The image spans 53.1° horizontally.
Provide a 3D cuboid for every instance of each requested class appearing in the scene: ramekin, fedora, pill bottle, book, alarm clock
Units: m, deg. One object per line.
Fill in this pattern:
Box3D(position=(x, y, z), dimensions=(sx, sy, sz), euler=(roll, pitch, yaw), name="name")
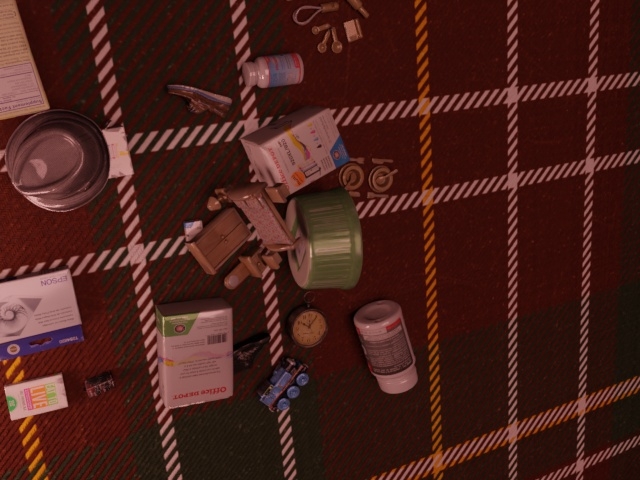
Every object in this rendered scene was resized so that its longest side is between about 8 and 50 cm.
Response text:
Box3D(position=(0.000, 0.000, 1.860), dimensions=(0.148, 0.303, 0.303), euler=(-6, 105, -17), name="ramekin")
Box3D(position=(-0.646, -0.183, 1.537), dimensions=(0.275, 0.124, 0.243), euler=(-29, 105, 7), name="fedora")
Box3D(position=(-0.134, -0.474, 1.791), dimensions=(0.160, 0.087, 0.087), euler=(-14, 108, -23), name="pill bottle")
Box3D(position=(-0.770, 0.421, 1.739), dimensions=(0.144, 0.035, 0.096), euler=(-11, 103, -22), name="book")
Box3D(position=(-0.042, 0.252, 2.027), dimensions=(0.129, 0.064, 0.192), euler=(0, 105, -25), name="alarm clock")
Box3D(position=(0.222, 0.355, 2.125), dimensions=(0.161, 0.161, 0.283), euler=(-25, 112, -18), name="pill bottle")

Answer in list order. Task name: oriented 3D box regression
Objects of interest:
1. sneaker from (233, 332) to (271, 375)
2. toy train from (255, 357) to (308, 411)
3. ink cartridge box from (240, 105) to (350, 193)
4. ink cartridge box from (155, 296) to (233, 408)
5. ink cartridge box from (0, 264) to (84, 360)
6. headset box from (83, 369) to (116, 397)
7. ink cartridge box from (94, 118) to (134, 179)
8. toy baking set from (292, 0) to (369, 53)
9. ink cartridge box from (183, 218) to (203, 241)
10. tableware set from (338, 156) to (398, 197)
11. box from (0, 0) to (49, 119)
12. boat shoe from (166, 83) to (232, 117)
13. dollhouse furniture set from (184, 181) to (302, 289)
Box3D(position=(-0.223, 0.355, 1.975), dimensions=(0.170, 0.051, 0.089), euler=(-22, 111, -14), name="sneaker")
Box3D(position=(-0.118, 0.455, 2.034), dimensions=(0.105, 0.080, 0.184), euler=(40, 84, -22), name="toy train")
Box3D(position=(-0.074, -0.257, 1.827), dimensions=(0.233, 0.168, 0.171), euler=(-31, 115, -15), name="ink cartridge box")
Box3D(position=(-0.365, 0.321, 1.857), dimensions=(0.201, 0.117, 0.278), euler=(-5, 104, -25), name="ink cartridge box")
Box3D(position=(-0.752, 0.196, 1.681), dimensions=(0.223, 0.045, 0.224), euler=(-14, 108, -22), name="ink cartridge box")
Box3D(position=(-0.619, 0.402, 1.786), dimensions=(0.083, 0.062, 0.032), euler=(-20, 110, -20), name="headset box")
Box3D(position=(-0.545, -0.237, 1.649), dimensions=(0.090, 0.092, 0.143), euler=(-15, 107, -21), name="ink cartridge box")
Box3D(position=(0.025, -0.662, 1.853), dimensions=(0.197, 0.030, 0.256), euler=(-49, 117, -7), name="toy baking set")
Box3D(position=(-0.360, -0.016, 1.827), dimensions=(0.048, 0.028, 0.083), euler=(-10, 106, -23), name="ink cartridge box")
Box3D(position=(0.150, -0.195, 2.023), dimensions=(0.194, 0.039, 0.128), euler=(0, 102, -26), name="tableware set")
Box3D(position=(-0.715, -0.409, 1.455), dimensions=(0.117, 0.213, 0.243), euler=(-18, 109, -21), name="box")
Box3D(position=(-0.329, -0.376, 1.733), dimensions=(0.183, 0.066, 0.066), euler=(10, 100, -27), name="boat shoe")
Box3D(position=(-0.182, 0.016, 1.717), dimensions=(0.174, 0.355, 0.303), euler=(-47, 120, -28), name="dollhouse furniture set")
